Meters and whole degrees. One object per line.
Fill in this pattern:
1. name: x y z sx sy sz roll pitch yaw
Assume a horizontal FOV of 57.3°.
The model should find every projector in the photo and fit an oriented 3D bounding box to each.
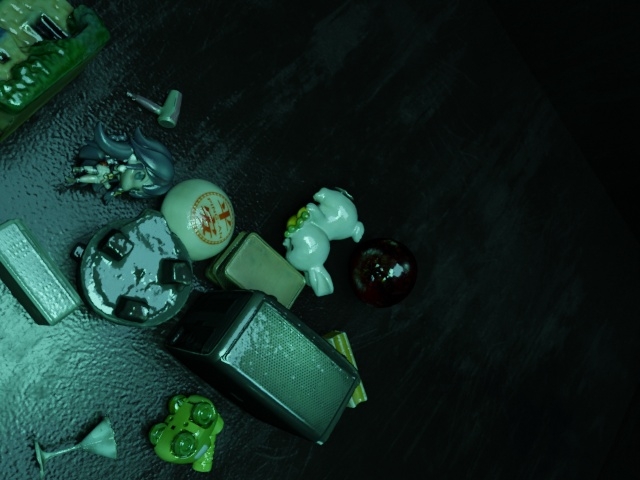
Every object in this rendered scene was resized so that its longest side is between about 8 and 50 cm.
1. projector: -0.162 0.321 1.589 0.405 0.395 0.242 44 66 -20
2. projector: -0.697 0.078 1.404 0.099 0.192 0.256 -41 107 -33

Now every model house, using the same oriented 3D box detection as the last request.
1. model house: -0.754 -0.470 1.354 0.342 0.335 0.382 47 54 -21

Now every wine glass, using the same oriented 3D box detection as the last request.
1. wine glass: -0.609 0.519 1.460 0.183 0.122 0.122 -12 91 -29

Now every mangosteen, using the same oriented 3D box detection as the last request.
1. mangosteen: 0.220 0.112 1.973 0.261 0.236 0.235 16 74 -64

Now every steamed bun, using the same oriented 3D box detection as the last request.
1. steamed bun: -0.330 -0.057 1.638 0.232 0.145 0.231 -9 101 -51

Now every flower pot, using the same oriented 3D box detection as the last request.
1. flower pot: -0.474 0.068 1.490 0.299 0.283 0.299 3 84 -31

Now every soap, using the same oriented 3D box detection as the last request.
1. soap: 0.057 0.405 1.866 0.073 0.140 0.232 -22 97 -32

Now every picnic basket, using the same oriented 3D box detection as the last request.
1. picnic basket: -0.193 0.107 1.734 0.267 0.139 0.165 44 64 -25

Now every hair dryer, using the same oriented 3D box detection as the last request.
1. hair dryer: -0.478 -0.395 1.676 0.154 0.054 0.106 16 72 -25

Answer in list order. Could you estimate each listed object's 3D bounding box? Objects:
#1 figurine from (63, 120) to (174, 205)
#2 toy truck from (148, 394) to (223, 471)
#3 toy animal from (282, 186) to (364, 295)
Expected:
1. figurine: -0.523 -0.202 1.557 0.265 0.175 0.197 23 69 -36
2. toy truck: -0.346 0.526 1.613 0.210 0.148 0.187 41 60 -44
3. toy animal: -0.006 -0.003 1.845 0.247 0.183 0.310 41 66 -22
